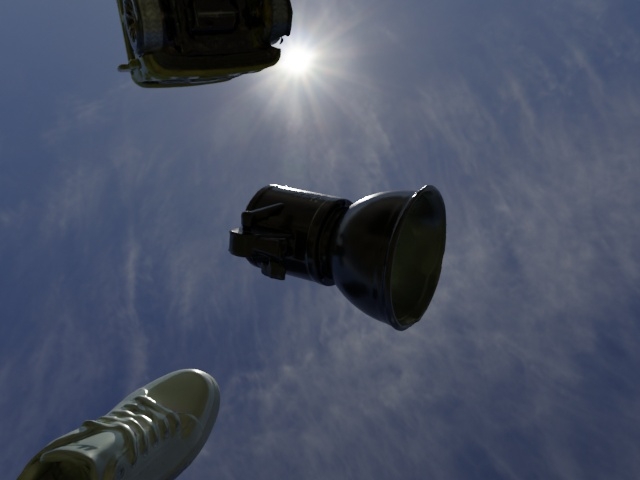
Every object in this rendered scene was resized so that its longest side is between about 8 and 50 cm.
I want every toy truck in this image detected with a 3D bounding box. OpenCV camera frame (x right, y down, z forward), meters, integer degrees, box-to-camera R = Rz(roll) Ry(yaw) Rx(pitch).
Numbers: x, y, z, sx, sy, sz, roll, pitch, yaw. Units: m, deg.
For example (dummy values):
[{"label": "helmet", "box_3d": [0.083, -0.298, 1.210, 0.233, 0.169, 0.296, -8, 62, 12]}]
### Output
[{"label": "toy truck", "box_3d": [-0.124, -0.260, 0.470, 0.124, 0.272, 0.157, -13, -173, -24]}]

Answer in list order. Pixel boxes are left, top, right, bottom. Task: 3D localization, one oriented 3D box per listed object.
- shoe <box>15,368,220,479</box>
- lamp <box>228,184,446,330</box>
[{"label": "shoe", "box_3d": [-0.248, 0.252, 0.678, 0.131, 0.160, 0.363, 25, -138, 16]}, {"label": "lamp", "box_3d": [0.000, 0.000, 0.621, 0.227, 0.147, 0.172, 12, -163, 29]}]
